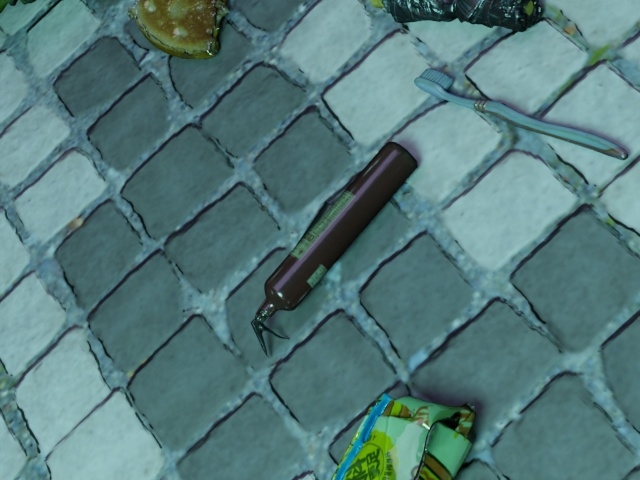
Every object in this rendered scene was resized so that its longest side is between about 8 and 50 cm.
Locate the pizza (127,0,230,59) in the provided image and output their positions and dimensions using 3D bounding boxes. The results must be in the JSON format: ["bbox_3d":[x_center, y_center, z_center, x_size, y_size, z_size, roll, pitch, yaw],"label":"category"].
[{"bbox_3d":[-0.105,-0.182,1.307,0.100,0.029,0.099,-33,56,14],"label":"pizza"}]

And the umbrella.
[{"bbox_3d":[0.095,-0.176,1.159,0.144,0.040,0.037,12,77,39],"label":"umbrella"}]

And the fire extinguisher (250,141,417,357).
[{"bbox_3d":[0.000,0.000,1.112,0.173,0.035,0.049,-49,51,-8],"label":"fire extinguisher"}]

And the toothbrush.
[{"bbox_3d":[0.136,-0.087,1.091,0.193,0.013,0.019,27,70,42],"label":"toothbrush"}]

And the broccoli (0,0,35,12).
[{"bbox_3d":[-0.298,-0.375,1.381,0.293,0.281,0.348,5,70,37],"label":"broccoli"}]

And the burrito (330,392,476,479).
[{"bbox_3d":[-0.006,0.210,0.964,0.104,0.054,0.288,18,73,40],"label":"burrito"}]
